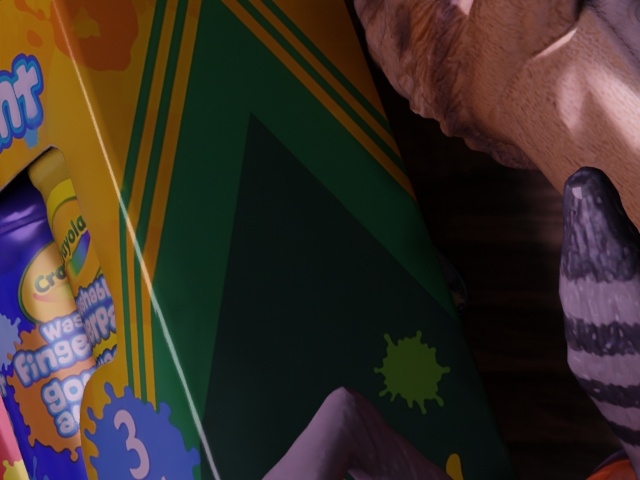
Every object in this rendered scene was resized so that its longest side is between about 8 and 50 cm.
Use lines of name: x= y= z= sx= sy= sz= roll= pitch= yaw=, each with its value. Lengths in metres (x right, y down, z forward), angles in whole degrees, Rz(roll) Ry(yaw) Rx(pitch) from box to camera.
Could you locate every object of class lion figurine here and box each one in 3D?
lion figurine: x=0.150 y=-0.040 z=0.606 sx=0.392 sy=0.142 sz=0.240 roll=61 pitch=149 yaw=22

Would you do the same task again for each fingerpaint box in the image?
fingerpaint box: x=-0.124 y=0.047 z=0.835 sx=0.445 sy=0.163 sz=0.371 roll=-28 pitch=79 yaw=57

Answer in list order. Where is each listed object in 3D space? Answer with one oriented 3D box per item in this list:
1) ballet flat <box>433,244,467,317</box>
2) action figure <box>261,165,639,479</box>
ballet flat: x=0.000 y=0.000 z=0.847 sx=0.188 sy=0.070 sz=0.070 roll=35 pitch=121 yaw=33
action figure: x=0.185 y=0.102 z=0.504 sx=0.341 sy=0.330 sz=0.179 roll=-16 pitch=65 yaw=23
